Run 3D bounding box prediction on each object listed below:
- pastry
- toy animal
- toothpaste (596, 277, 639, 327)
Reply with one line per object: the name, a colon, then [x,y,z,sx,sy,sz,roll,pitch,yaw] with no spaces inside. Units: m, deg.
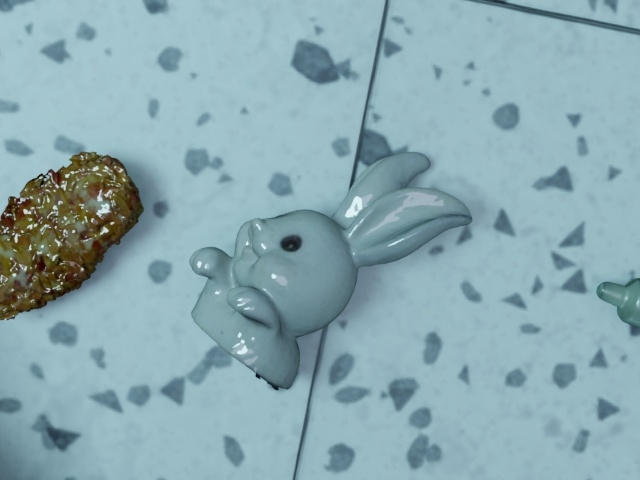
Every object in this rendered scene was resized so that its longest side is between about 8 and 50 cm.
pastry: [-0.213,-0.001,0.671,0.169,0.063,0.087,-35,85,7]
toy animal: [-0.001,0.003,0.644,0.221,0.104,0.131,-48,123,2]
toothpaste: [0.339,0.075,0.697,0.233,0.038,0.060,18,98,-5]
